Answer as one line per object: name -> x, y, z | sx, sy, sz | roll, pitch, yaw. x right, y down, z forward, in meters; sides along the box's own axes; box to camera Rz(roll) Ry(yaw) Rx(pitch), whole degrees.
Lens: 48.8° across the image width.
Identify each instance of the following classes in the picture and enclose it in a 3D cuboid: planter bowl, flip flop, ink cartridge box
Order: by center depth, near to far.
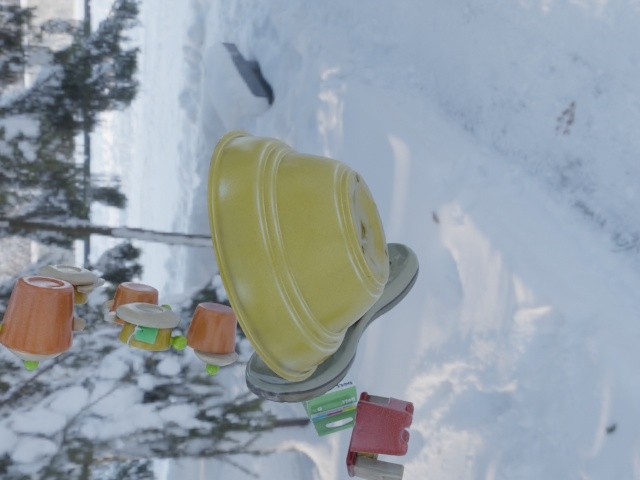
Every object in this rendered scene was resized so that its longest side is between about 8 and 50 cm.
planter bowl -> 0.000, 0.000, 0.584 | 0.217, 0.090, 0.217 | -16, -90, -71
flip flop -> 0.014, 0.073, 0.787 | 0.112, 0.277, 0.080 | 15, 133, 40
ink cartridge box -> 0.012, 0.322, 1.517 | 0.209, 0.109, 0.062 | -129, 30, -61

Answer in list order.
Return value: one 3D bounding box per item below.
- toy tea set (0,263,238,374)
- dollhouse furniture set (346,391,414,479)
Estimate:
toy tea set -> -0.285, 0.133, 0.996 | 0.200, 0.336, 0.124 | -33, -44, -81
dollhouse furniture set -> 0.008, 0.336, 0.823 | 0.201, 0.152, 0.374 | 84, -162, -57
